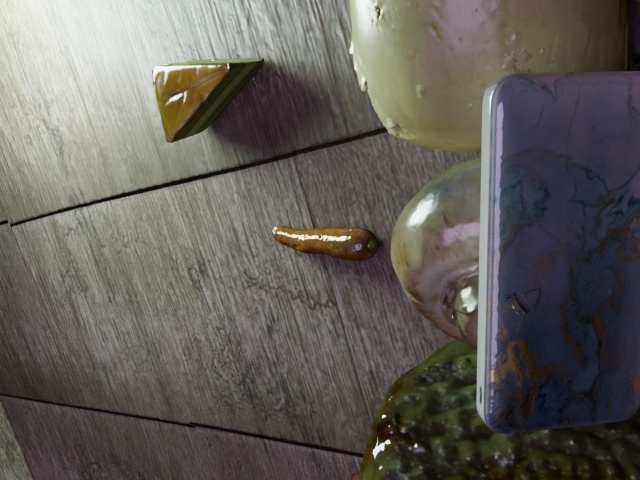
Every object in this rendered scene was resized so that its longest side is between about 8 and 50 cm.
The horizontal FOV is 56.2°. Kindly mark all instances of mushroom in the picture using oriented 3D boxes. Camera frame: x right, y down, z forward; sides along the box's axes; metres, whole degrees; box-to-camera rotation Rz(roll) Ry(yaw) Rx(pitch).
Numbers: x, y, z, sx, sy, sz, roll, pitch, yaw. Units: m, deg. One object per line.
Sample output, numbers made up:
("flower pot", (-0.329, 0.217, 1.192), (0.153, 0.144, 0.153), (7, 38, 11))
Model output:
("mushroom", (0.196, 0.021, 0.595), (0.254, 0.184, 0.255), (1, 128, 2))

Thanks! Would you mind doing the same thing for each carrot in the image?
("carrot", (0.000, 0.000, 0.855), (0.191, 0.047, 0.047), (5, 112, 43))

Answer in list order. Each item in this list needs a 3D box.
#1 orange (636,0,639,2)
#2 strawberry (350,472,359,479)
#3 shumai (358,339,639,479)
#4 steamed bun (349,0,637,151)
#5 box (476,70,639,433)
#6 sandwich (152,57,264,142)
("orange", (0.282, -0.258, 0.408), (0.224, 0.224, 0.170), (62, 159, 0))
("strawberry", (0.097, 0.443, 0.939), (0.146, 0.082, 0.187), (-25, 86, 37))
("shumai", (0.192, 0.335, 0.674), (0.324, 0.397, 0.323), (17, 144, 11))
("steamed bun", (0.147, -0.192, 0.569), (0.273, 0.166, 0.232), (10, 113, 35))
("box", (0.195, 0.014, 0.477), (0.044, 0.142, 0.285), (-135, 42, -76))
("sandwich", (-0.155, -0.201, 0.866), (0.163, 0.079, 0.113), (9, 116, 34))
